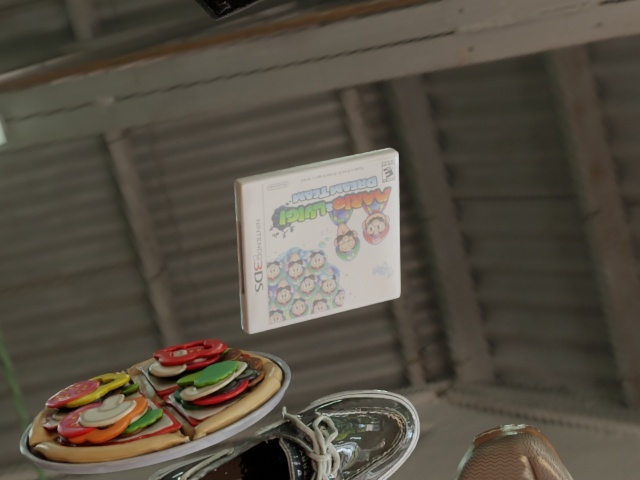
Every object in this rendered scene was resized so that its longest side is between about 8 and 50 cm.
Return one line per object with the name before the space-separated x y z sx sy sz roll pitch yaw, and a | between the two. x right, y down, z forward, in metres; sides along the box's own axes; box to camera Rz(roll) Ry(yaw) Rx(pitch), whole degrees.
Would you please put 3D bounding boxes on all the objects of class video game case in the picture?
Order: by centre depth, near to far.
video game case | 0.000 0.000 1.492 0.019 0.157 0.143 34 -49 56

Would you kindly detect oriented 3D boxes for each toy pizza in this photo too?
toy pizza | -0.121 0.112 1.212 0.201 0.201 0.032 -5 -73 32

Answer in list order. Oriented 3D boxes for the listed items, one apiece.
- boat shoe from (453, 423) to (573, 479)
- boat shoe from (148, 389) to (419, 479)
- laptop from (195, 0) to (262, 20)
boat shoe | 0.145 0.261 1.235 0.123 0.116 0.324 -6 -60 4
boat shoe | -0.026 0.220 1.664 0.105 0.306 0.113 156 -79 -67
laptop | -0.041 -0.341 1.387 0.264 0.234 0.137 -23 -127 20
